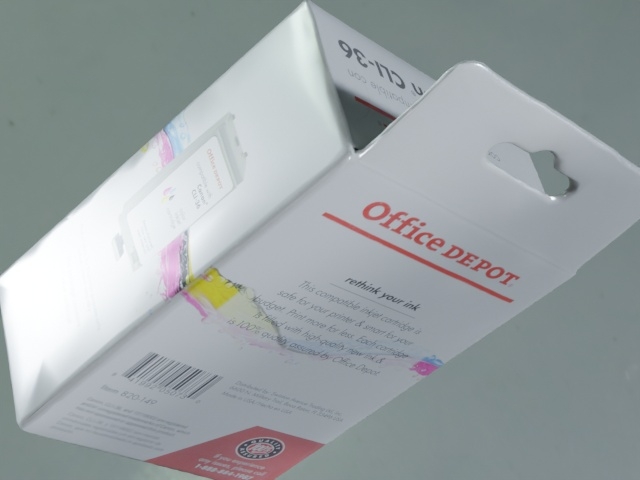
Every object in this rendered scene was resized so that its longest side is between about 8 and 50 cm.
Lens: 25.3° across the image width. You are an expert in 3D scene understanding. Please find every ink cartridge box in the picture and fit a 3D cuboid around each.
[{"bbox_3d":[0.000,0.000,0.472,0.198,0.115,0.067,-37,50,27],"label":"ink cartridge box"}]
